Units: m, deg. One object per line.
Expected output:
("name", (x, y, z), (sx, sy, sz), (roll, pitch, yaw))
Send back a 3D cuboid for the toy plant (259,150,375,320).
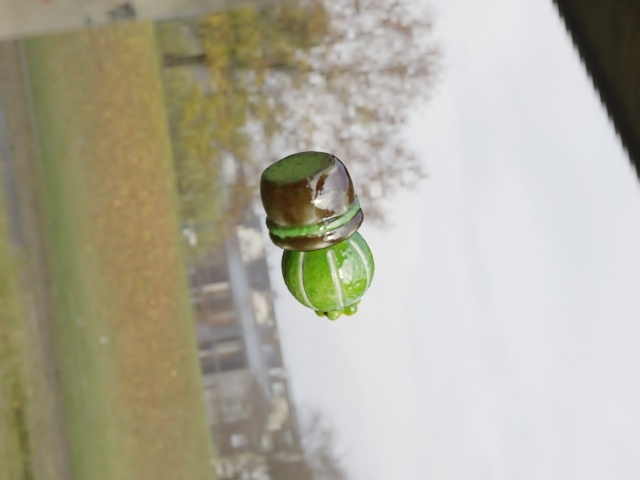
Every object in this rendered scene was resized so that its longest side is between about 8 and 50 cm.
("toy plant", (0.000, 0.000, 1.520), (0.093, 0.093, 0.162), (-115, -173, -64))
